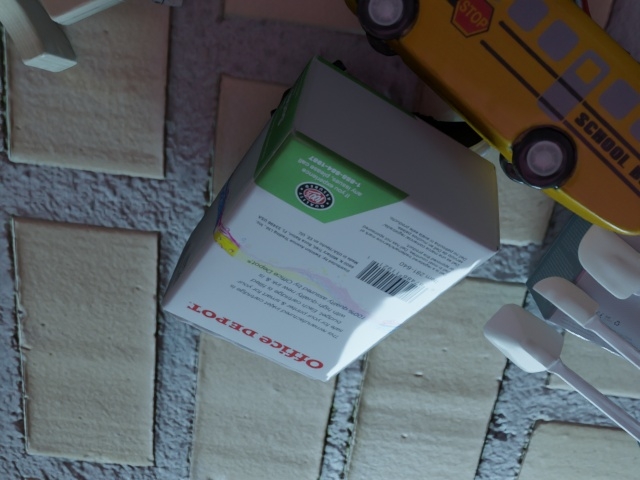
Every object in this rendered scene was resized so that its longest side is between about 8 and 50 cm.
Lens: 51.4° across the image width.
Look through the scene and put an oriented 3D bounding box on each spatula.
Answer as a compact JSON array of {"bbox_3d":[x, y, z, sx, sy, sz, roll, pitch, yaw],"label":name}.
[{"bbox_3d":[0.307,0.109,0.691,0.242,0.019,0.168,37,105,-14],"label":"spatula"}]

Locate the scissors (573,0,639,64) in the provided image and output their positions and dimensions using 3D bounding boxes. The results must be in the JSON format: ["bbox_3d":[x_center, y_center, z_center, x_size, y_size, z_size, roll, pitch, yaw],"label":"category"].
[{"bbox_3d":[0.298,-0.163,0.668,0.297,0.021,0.109,30,109,-12],"label":"scissors"}]

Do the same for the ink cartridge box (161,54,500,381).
[{"bbox_3d":[0.000,0.000,0.635,0.201,0.117,0.278,28,135,-17],"label":"ink cartridge box"}]

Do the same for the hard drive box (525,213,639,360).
[{"bbox_3d":[0.364,0.010,0.700,0.181,0.089,0.232,26,113,-9],"label":"hard drive box"}]

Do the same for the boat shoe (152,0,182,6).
[{"bbox_3d":[-0.132,-0.272,0.630,0.035,0.035,0.100,6,113,-31],"label":"boat shoe"}]

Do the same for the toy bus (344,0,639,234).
[{"bbox_3d":[0.169,-0.145,0.578,0.332,0.108,0.130,44,101,1],"label":"toy bus"}]

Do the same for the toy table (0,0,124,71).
[{"bbox_3d":[-0.302,-0.233,0.556,0.274,0.252,0.161,-19,95,19],"label":"toy table"}]

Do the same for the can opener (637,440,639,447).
[{"bbox_3d":[0.496,0.338,0.860,0.093,0.074,0.280,-43,111,-18],"label":"can opener"}]

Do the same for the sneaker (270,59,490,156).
[{"bbox_3d":[0.055,-0.123,0.659,0.216,0.079,0.121,-9,114,8],"label":"sneaker"}]
